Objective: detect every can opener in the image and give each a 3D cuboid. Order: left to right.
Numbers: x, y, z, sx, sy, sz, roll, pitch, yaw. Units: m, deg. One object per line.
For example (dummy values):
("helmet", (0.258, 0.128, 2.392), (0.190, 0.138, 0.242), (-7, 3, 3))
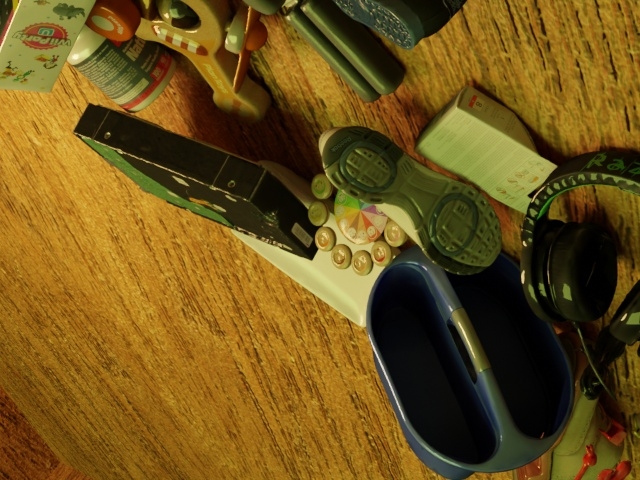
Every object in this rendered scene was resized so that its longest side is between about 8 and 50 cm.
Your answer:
("can opener", (-0.017, -0.270, 1.725), (0.280, 0.093, 0.074), (41, 154, -19))

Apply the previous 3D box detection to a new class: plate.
("plate", (0.000, 0.000, 2.194), (0.278, 0.045, 0.277), (36, 153, 4))

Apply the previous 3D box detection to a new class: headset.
("headset", (0.374, 0.047, 1.742), (0.243, 0.185, 0.394), (22, 136, 21))

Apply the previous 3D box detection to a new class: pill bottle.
("pill bottle", (-0.306, -0.278, 2.021), (0.180, 0.108, 0.108), (41, 156, -29))

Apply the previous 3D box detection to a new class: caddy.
("caddy", (0.201, 0.162, 1.922), (0.179, 0.241, 0.341), (86, 162, -67))

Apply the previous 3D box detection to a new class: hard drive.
("hard drive", (-0.176, -0.088, 2.079), (0.339, 0.064, 0.237), (21, 167, 30))

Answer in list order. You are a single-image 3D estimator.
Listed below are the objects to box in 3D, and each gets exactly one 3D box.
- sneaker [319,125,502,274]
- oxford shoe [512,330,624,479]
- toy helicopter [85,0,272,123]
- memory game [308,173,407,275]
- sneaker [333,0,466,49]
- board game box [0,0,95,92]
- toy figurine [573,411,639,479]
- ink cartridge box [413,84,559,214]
("sneaker", (0.120, -0.066, 1.838), (0.297, 0.111, 0.129), (38, -174, -21))
("oxford shoe", (0.384, 0.266, 2.099), (0.146, 0.140, 0.397), (-2, 142, -5))
("toy helicopter", (-0.145, -0.268, 1.883), (0.235, 0.140, 0.355), (10, 155, 29))
("memory game", (0.052, -0.042, 1.956), (0.186, 0.012, 0.186), (4, 95, 41))
("sneaker", (0.072, -0.295, 1.586), (0.232, 0.090, 0.081), (44, 165, 41))
("board game box", (-0.362, -0.362, 1.790), (0.097, 0.224, 0.303), (1, 152, -26))
("toy figurine", (0.531, 0.429, 1.976), (0.362, 0.191, 0.217), (40, -177, -19))
("ink cartridge box", (0.223, -0.110, 1.750), (0.179, 0.045, 0.145), (27, 155, -9))
